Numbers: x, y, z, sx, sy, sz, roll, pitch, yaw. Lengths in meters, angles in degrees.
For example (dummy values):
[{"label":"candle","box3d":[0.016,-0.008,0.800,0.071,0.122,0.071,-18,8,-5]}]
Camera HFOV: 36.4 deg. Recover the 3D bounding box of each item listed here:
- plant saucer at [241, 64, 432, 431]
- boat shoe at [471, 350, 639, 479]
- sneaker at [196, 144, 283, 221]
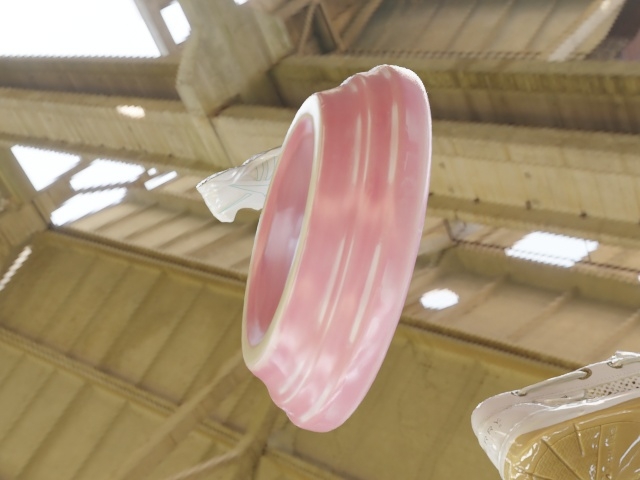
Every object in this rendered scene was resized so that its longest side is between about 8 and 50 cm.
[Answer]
[{"label":"plant saucer","box3d":[0.000,0.000,0.872,0.084,0.332,0.332,13,-152,-13]},{"label":"boat shoe","box3d":[0.245,0.122,0.738,0.277,0.098,0.096,-4,-155,-21]},{"label":"sneaker","box3d":[-0.071,-0.072,1.164,0.152,0.061,0.054,-29,-173,-19]}]
